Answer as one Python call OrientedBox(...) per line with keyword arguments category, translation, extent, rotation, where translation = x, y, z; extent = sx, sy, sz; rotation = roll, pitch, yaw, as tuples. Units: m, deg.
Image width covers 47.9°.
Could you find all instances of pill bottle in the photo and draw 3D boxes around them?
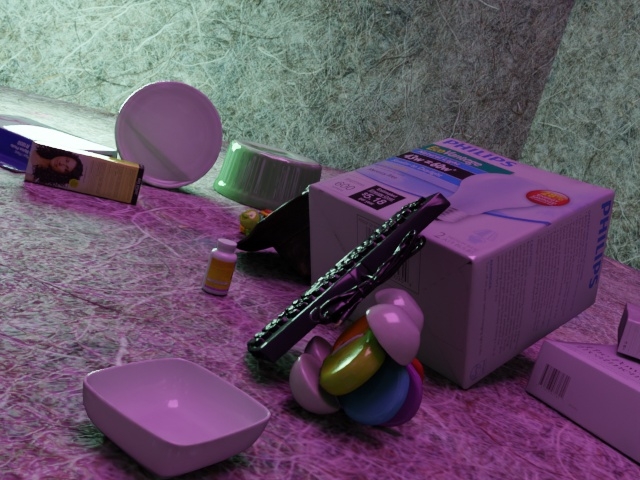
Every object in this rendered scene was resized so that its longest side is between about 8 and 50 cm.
OrientedBox(category="pill bottle", translation=(-0.157, 0.041, 1.136), extent=(0.043, 0.083, 0.043), rotation=(16, 12, -3))

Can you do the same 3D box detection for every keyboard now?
OrientedBox(category="keyboard", translation=(0.042, 0.040, 0.907), extent=(0.033, 0.317, 0.201), rotation=(52, -19, -11))

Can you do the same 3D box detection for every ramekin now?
OrientedBox(category="ramekin", translation=(-0.399, -0.270, 1.858), extent=(0.273, 0.273, 0.127), rotation=(11, 0, -25))
OrientedBox(category="ramekin", translation=(-0.142, -0.183, 2.058), extent=(0.303, 0.148, 0.303), rotation=(16, 11, -3))

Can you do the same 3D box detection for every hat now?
OrientedBox(category="hat", translation=(0.000, 0.000, 1.387), extent=(0.331, 0.134, 0.331), rotation=(-24, -7, -3))

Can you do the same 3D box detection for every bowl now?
OrientedBox(category="bowl", translation=(-0.135, 0.164, 0.663), extent=(0.142, 0.053, 0.142), rotation=(24, 14, 31))

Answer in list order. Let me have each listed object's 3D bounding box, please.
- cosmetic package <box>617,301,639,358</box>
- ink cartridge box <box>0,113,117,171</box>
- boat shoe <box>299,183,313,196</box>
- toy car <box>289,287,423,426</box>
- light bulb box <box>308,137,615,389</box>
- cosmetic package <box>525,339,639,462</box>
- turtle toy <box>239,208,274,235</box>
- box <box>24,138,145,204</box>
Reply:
OrientedBox(category="cosmetic package", translation=(0.552, 0.158, 1.200), extent=(0.099, 0.060, 0.239), rotation=(17, 8, 22))
OrientedBox(category="ink cartridge box", translation=(-0.715, -0.239, 1.717), extent=(0.324, 0.071, 0.330), rotation=(21, 11, 18))
OrientedBox(category="boat shoe", translation=(0.063, -0.015, 1.647), extent=(0.158, 0.127, 0.340), rotation=(29, 15, -29))
OrientedBox(category="toy car", translation=(0.062, 0.152, 0.846), extent=(0.136, 0.159, 0.182), rotation=(54, 13, -1))
OrientedBox(category="light bulb box", translation=(0.228, 0.010, 1.209), extent=(0.361, 0.225, 0.358), rotation=(-22, 35, -35))
OrientedBox(category="cosmetic package", translation=(0.538, 0.266, 1.041), extent=(0.284, 0.097, 0.377), rotation=(11, 12, -37))
OrientedBox(category="turtle toy", translation=(-0.129, -0.035, 1.580), extent=(0.095, 0.066, 0.130), rotation=(24, 14, 34))
OrientedBox(category="box", translation=(-0.499, -0.145, 1.534), extent=(0.232, 0.087, 0.058), rotation=(11, 10, -20))
